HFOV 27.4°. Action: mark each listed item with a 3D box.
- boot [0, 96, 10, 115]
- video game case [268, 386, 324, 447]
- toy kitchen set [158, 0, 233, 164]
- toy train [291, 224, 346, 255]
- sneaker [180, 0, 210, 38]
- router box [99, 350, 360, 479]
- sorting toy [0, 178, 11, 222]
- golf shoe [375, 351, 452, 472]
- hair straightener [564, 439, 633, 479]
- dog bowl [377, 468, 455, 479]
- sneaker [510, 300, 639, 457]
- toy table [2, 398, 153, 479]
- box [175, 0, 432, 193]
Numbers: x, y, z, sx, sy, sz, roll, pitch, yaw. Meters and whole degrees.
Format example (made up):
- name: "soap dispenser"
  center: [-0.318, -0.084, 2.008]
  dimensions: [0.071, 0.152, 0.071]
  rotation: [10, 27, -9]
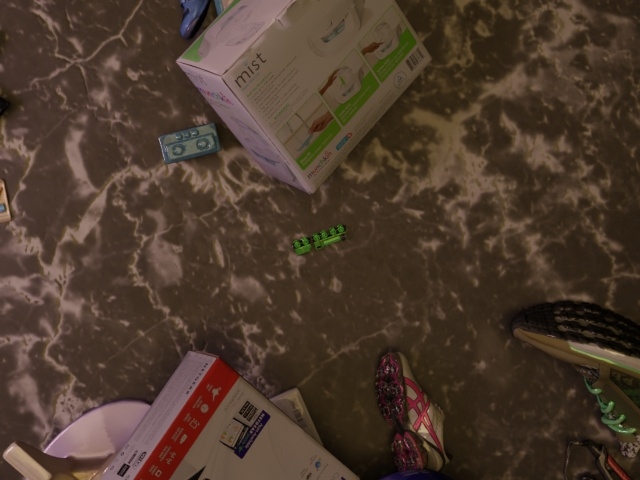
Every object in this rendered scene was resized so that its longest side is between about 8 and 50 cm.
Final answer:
- name: "boot"
  center: [-0.476, -0.217, 1.834]
  dimensions: [0.099, 0.045, 0.121]
  rotation: [44, 97, -2]
- name: "video game case"
  center: [-0.067, 0.311, 1.900]
  dimensions: [0.143, 0.019, 0.157]
  rotation: [-24, 95, -2]
- name: "toy kitchen set"
  center: [-0.159, -0.224, 1.813]
  dimensions: [0.166, 0.122, 0.207]
  rotation: [-14, 94, -3]
- name: "toy train"
  center: [0.000, 0.000, 1.888]
  dimensions: [0.083, 0.017, 0.024]
  rotation: [-19, 104, -2]
- name: "sneaker"
  center: [-0.180, -0.353, 1.842]
  dimensions: [0.059, 0.053, 0.144]
  rotation: [14, 84, -5]
- name: "router box"
  center: [-0.146, 0.367, 1.745]
  dimensions: [0.301, 0.082, 0.335]
  rotation: [43, 69, -28]
- name: "sorting toy"
  center: [-0.484, -0.049, 1.858]
  dimensions: [0.083, 0.012, 0.062]
  rotation: [-11, 94, -3]
- name: "golf shoe"
  center: [0.135, 0.246, 1.894]
  dimensions: [0.086, 0.067, 0.186]
  rotation: [-14, 90, -33]
- name: "hair straightener"
  center: [0.433, 0.385, 1.920]
  dimensions: [0.089, 0.047, 0.230]
  rotation: [-42, 94, -1]
- name: "dog bowl"
  center: [0.135, 0.457, 1.826]
  dimensions: [0.265, 0.104, 0.265]
  rotation: [-8, 109, -25]
- name: "sneaker"
  center: [0.448, 0.228, 1.876]
  dimensions: [0.410, 0.158, 0.182]
  rotation: [24, 109, 0]
- name: "toy table"
  center: [-0.320, 0.349, 1.817]
  dimensions: [0.252, 0.161, 0.274]
  rotation: [31, 92, -4]
- name: "box"
  center: [-0.016, -0.239, 1.744]
  dimensions: [0.262, 0.127, 0.231]
  rotation: [-49, 127, -12]
